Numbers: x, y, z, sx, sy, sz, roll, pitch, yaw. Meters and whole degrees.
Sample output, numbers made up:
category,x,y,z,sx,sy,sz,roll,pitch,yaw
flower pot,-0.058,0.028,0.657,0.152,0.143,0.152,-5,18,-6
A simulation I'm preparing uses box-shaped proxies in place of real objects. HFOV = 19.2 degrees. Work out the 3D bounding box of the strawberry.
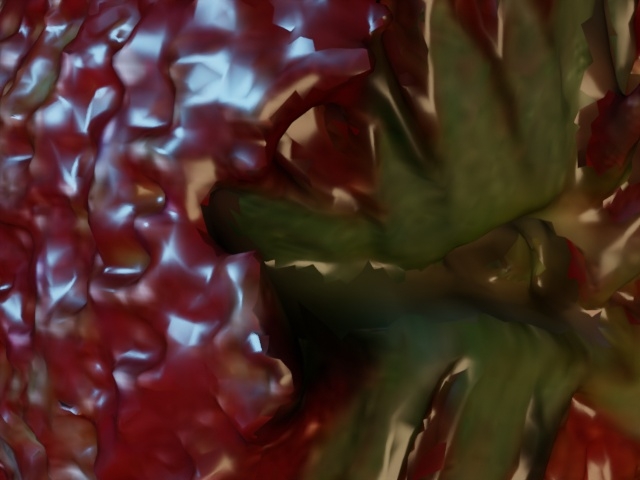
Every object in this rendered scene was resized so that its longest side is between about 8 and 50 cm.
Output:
category,x,y,z,sx,sy,sz,roll,pitch,yaw
strawberry,-0.003,-0.001,0.566,0.261,0.257,0.261,-8,106,-32
